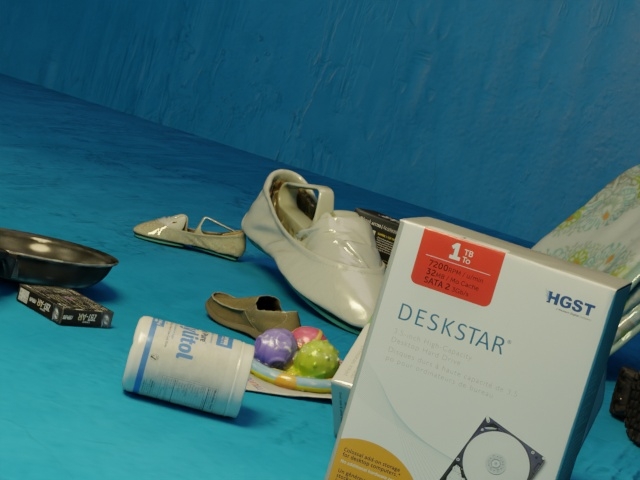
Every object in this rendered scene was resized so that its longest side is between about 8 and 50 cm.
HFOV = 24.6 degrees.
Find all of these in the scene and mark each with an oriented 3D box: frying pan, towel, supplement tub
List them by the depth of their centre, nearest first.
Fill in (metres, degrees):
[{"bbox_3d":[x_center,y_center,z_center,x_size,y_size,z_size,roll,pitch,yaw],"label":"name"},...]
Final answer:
[{"bbox_3d":[-0.118,0.113,1.313,0.107,0.071,0.071,14,8,-5],"label":"supplement tub"},{"bbox_3d":[-0.305,0.025,1.576,0.197,0.053,0.326,11,6,-19],"label":"frying pan"},{"bbox_3d":[0.429,0.021,2.143,0.090,0.374,0.320,53,-4,-18],"label":"towel"}]

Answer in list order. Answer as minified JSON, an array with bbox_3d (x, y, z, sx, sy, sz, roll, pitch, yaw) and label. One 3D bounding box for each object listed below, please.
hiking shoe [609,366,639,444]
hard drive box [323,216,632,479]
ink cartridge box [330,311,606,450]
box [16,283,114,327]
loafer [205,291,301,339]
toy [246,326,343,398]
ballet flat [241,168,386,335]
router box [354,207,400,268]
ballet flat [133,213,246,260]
[{"bbox_3d":[0.416,0.198,1.729,0.114,0.086,0.227,12,7,-1],"label":"hiking shoe"},{"bbox_3d":[0.124,0.117,1.173,0.181,0.232,0.089,18,8,18],"label":"hard drive box"},{"bbox_3d":[0.137,0.134,1.332,0.212,0.093,0.154,20,51,20],"label":"ink cartridge box"},{"bbox_3d":[-0.266,0.068,1.530,0.083,0.018,0.067,23,10,42],"label":"box"},{"bbox_3d":[-0.072,0.084,1.688,0.148,0.050,0.056,22,10,38],"label":"loafer"},{"bbox_3d":[-0.003,0.123,1.529,0.237,0.056,0.137,12,7,-26],"label":"toy"},{"bbox_3d":[0.000,0.000,2.001,0.139,0.139,0.400,12,15,-29],"label":"ballet flat"},{"bbox_3d":[0.104,0.043,2.034,0.179,0.133,0.046,24,11,42],"label":"router box"},{"bbox_3d":[-0.189,-0.014,2.146,0.168,0.052,0.057,13,8,-16],"label":"ballet flat"}]
